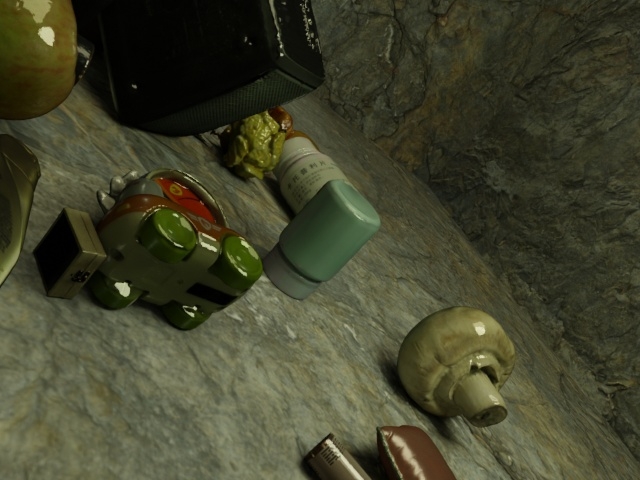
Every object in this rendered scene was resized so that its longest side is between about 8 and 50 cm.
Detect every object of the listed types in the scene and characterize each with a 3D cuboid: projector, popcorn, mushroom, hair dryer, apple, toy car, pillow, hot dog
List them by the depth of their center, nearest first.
[{"bbox_3d":[0.029,0.357,0.670,0.195,0.053,0.220,47,20,11],"label":"hair dryer"},{"bbox_3d":[-0.205,-0.012,0.790,0.235,0.145,0.235,40,27,-25],"label":"toy car"},{"bbox_3d":[-0.460,-0.296,0.798,0.194,0.261,0.261,-5,47,-35],"label":"apple"},{"bbox_3d":[0.155,0.371,0.864,0.171,0.075,0.179,26,27,-55],"label":"pillow"},{"bbox_3d":[-0.437,-0.391,0.943,0.189,0.352,0.107,27,61,-40],"label":"hair dryer"},{"bbox_3d":[0.294,0.266,1.143,0.260,0.254,0.234,-15,37,-19],"label":"mushroom"},{"bbox_3d":[-0.234,-0.456,1.153,0.242,0.405,0.395,0,78,-66],"label":"projector"},{"bbox_3d":[-0.177,-0.249,1.405,0.174,0.168,0.195,-5,26,-16],"label":"popcorn"},{"bbox_3d":[-0.201,-0.388,1.724,0.158,0.117,0.349,-5,37,-30],"label":"hot dog"}]

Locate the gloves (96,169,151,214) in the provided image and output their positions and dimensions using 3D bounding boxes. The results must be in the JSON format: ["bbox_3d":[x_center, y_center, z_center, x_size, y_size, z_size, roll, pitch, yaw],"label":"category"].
[{"bbox_3d":[-0.255,-0.044,0.896,0.229,0.097,0.119,26,22,-54],"label":"gloves"}]

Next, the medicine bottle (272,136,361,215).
[{"bbox_3d":[-0.009,-0.131,1.475,0.170,0.170,0.293,18,32,-53],"label":"medicine bottle"}]

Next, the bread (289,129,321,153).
[{"bbox_3d":[-0.039,-0.261,1.833,0.142,0.091,0.305,23,26,-34],"label":"bread"}]

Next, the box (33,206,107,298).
[{"bbox_3d":[-0.305,0.017,0.681,0.035,0.079,0.083,19,29,-53],"label":"box"}]

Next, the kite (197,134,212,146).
[{"bbox_3d":[-0.359,-0.317,1.411,0.232,0.009,0.189,51,19,17],"label":"kite"}]

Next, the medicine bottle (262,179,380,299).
[{"bbox_3d":[0.000,0.000,1.117,0.139,0.225,0.139,38,19,-15],"label":"medicine bottle"}]

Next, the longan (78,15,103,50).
[{"bbox_3d":[-0.502,-0.541,1.333,0.198,0.198,0.212,44,41,2],"label":"longan"}]

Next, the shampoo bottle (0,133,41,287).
[{"bbox_3d":[-0.378,-0.015,0.593,0.125,0.084,0.350,37,19,-27],"label":"shampoo bottle"}]
